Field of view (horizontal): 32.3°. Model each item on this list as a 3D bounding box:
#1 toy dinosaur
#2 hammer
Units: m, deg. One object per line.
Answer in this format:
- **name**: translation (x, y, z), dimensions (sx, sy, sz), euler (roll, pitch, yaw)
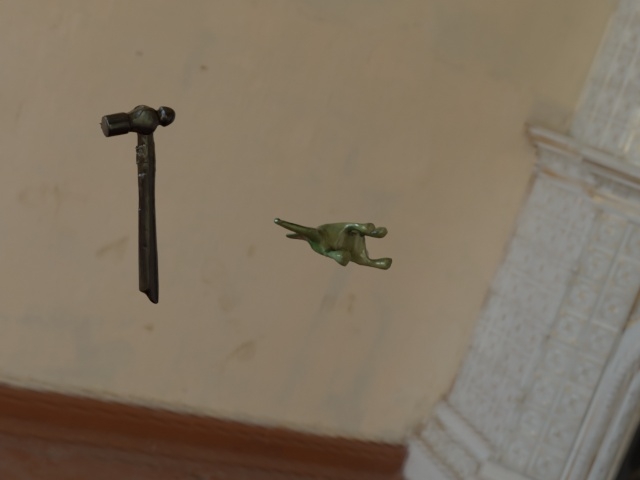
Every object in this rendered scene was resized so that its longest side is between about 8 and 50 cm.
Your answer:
- **toy dinosaur**: translation (0.000, 0.000, 0.700), dimensions (0.060, 0.029, 0.119), euler (5, -1, 37)
- **hammer**: translation (-0.155, -0.029, 0.960), dimensions (0.065, 0.178, 0.021), euler (-9, 21, -29)
